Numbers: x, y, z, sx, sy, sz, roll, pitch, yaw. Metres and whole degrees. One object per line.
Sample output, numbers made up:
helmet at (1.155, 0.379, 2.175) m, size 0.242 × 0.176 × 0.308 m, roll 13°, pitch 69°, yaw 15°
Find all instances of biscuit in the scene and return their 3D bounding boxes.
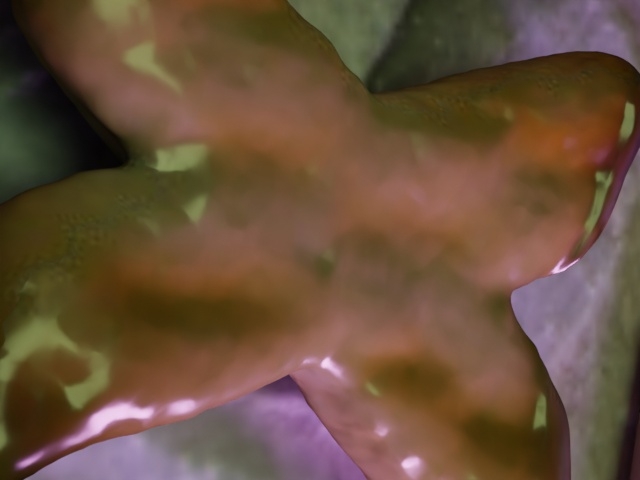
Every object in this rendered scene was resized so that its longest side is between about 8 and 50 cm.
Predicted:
biscuit at (0.000, -0.001, 0.477) m, size 0.208 × 0.047 × 0.164 m, roll 21°, pitch 75°, yaw -40°

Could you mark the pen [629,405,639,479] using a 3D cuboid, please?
pen at (0.112, 0.121, 0.587) m, size 0.053 × 0.032 × 0.197 m, roll 15°, pitch 78°, yaw -41°
